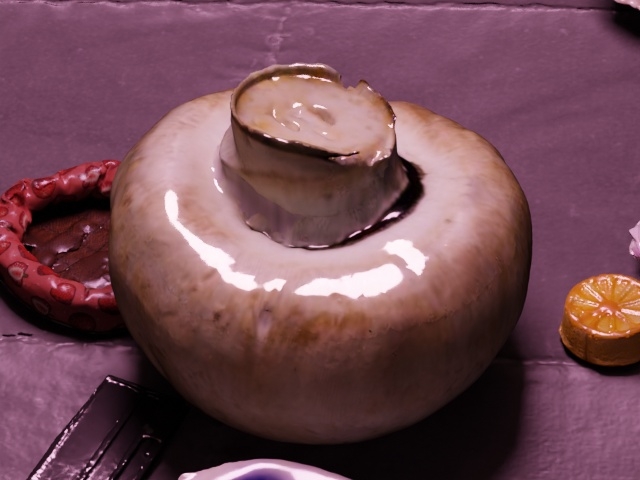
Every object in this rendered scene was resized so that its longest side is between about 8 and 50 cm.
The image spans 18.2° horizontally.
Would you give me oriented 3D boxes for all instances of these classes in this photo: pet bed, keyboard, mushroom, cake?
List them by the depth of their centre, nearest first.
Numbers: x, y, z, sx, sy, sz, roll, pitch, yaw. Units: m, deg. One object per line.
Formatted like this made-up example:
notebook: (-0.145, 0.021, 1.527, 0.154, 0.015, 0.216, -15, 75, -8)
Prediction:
keyboard: (-0.193, 0.198, 1.547, 0.087, 0.017, 0.250, 16, 45, 18)
mushroom: (0.000, 0.000, 1.585, 0.352, 0.260, 0.352, 3, 37, -2)
cake: (0.242, 0.067, 1.661, 0.084, 0.044, 0.084, -2, 41, 2)
pet bed: (-0.189, 0.003, 1.743, 0.201, 0.053, 0.201, 2, 45, -2)

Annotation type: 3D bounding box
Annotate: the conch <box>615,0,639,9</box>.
conch: (0.437, -0.329, 1.999, 0.352, 0.210, 0.297, -39, 61, 9)

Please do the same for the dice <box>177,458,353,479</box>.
dice: (-0.032, 0.312, 1.237, 0.243, 0.251, 0.259, 16, 44, 18)

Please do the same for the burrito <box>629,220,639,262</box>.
burrito: (0.363, -0.016, 1.743, 0.203, 0.064, 0.064, -12, 43, -14)
